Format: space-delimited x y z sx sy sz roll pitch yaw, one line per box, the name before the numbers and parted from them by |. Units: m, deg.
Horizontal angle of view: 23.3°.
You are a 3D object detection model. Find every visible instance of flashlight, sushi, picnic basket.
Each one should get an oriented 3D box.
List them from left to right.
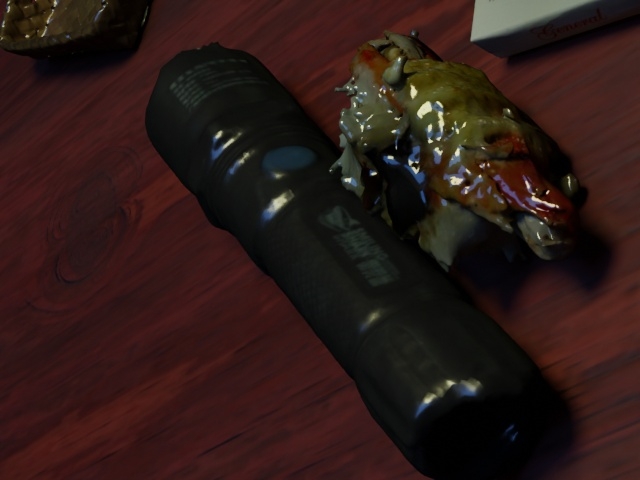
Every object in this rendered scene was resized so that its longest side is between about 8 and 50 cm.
picnic basket | -0.213 -0.213 1.373 0.193 0.055 0.110 2 73 53
flashlight | 0.000 0.000 0.953 0.103 0.103 0.424 -58 37 14
sushi | 0.066 -0.052 0.887 0.103 0.097 0.226 -55 40 9

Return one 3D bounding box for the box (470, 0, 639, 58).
box | 0.158 -0.237 0.920 0.139 0.035 0.245 -12 64 50
